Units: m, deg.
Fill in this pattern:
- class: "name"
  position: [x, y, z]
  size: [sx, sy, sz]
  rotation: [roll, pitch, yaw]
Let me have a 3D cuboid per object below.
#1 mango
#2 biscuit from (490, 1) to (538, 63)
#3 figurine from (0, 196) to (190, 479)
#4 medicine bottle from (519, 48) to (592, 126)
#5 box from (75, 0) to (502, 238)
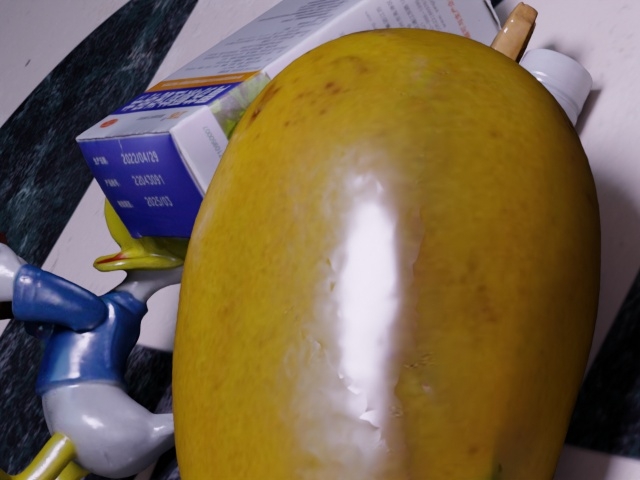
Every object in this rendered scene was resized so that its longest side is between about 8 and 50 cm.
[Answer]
- class: "mango"
  position: [0.039, 0.069, 1.134]
  size: [0.300, 0.232, 0.446]
  rotation: [-25, 49, 38]
- class: "biscuit"
  position: [0.116, -0.094, 1.352]
  size: [0.133, 0.027, 0.184]
  rotation: [-48, -17, -77]
- class: "figurine"
  position: [-0.198, 0.070, 1.572]
  size: [0.338, 0.283, 0.204]
  rotation: [-42, -19, -14]
- class: "medicine bottle"
  position: [0.155, -0.088, 1.305]
  size: [0.057, 0.057, 0.089]
  rotation: [0, 60, 59]
- class: "box"
  position: [-0.024, -0.120, 1.465]
  size: [0.299, 0.106, 0.200]
  rotation: [-37, 18, -23]
